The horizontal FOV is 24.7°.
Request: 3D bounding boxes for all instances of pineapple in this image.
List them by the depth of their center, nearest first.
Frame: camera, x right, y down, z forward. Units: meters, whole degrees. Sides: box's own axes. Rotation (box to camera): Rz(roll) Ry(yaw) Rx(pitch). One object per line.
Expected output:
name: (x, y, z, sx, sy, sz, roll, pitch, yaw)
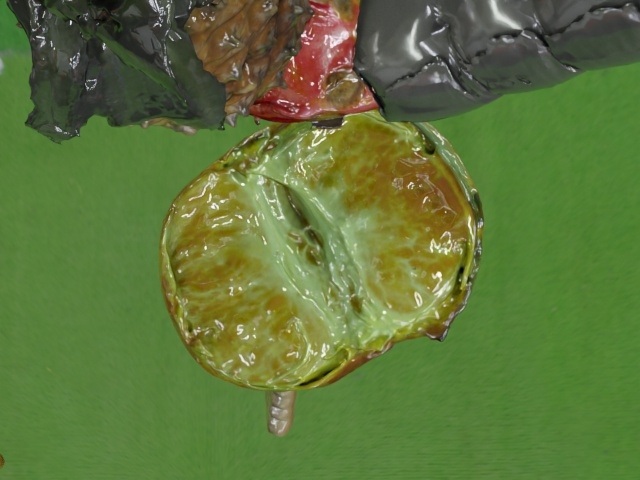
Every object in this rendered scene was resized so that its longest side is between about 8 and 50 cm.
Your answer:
pineapple: (-0.088, -0.123, 0.648, 0.165, 0.364, 0.165, 0, 93, 3)

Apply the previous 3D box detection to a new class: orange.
orange: (-0.002, -0.002, 1.505, 0.334, 0.196, 0.262, -33, 109, 7)

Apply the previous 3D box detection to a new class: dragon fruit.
dragon fruit: (-0.051, -0.227, 1.256, 0.134, 0.262, 0.211, -19, 122, -14)

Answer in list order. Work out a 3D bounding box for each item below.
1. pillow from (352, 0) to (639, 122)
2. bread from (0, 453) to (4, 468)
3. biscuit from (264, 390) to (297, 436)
pillow: (0.136, -0.223, 0.710, 0.101, 0.228, 0.326, 35, 56, -36)
bread: (-0.441, 0.225, 1.550, 0.187, 0.149, 0.065, 12, 118, 17)
biscuit: (-0.041, 0.063, 1.811, 0.044, 0.325, 0.217, 3, 37, -7)
